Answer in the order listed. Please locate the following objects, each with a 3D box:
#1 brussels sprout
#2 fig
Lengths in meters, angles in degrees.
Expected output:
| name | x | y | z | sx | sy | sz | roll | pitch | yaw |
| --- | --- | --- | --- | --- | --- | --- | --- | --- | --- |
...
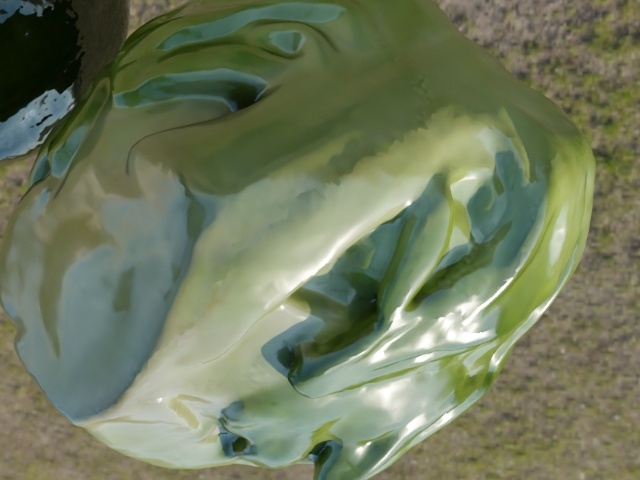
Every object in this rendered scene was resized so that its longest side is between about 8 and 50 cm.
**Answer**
| name | x | y | z | sx | sy | sz | roll | pitch | yaw |
| --- | --- | --- | --- | --- | --- | --- | --- | --- | --- |
| brussels sprout | 0.000 | 0.000 | 0.554 | 0.247 | 0.328 | 0.328 | 34 | 167 | 40 |
| fig | -0.200 | -0.171 | 0.626 | 0.245 | 0.195 | 0.195 | -46 | 127 | 10 |
